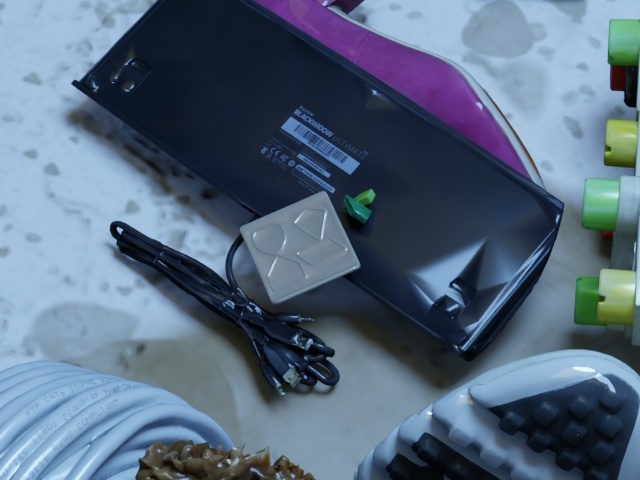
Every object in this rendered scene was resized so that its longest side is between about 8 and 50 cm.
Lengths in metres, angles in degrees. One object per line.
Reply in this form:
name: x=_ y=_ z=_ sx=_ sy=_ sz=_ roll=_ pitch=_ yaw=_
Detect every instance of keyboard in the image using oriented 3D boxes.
keyboard: x=-0.024 y=-0.025 z=1.196 sx=0.317 sy=0.033 sz=0.201 roll=35 pitch=71 yaw=21

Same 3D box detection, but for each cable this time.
cable: x=-0.135 y=0.184 z=0.919 sx=0.089 sy=0.257 sz=0.257 roll=18 pitch=92 yaw=29

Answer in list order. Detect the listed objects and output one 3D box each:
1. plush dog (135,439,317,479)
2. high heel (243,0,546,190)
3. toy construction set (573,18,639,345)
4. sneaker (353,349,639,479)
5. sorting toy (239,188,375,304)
plush dog: x=-0.042 y=0.194 z=0.771 sx=0.225 sy=0.210 sz=0.262 roll=-30 pitch=52 yaw=-24
high heel: x=0.038 y=-0.086 z=1.257 sx=0.117 sy=0.082 sz=0.244 roll=-41 pitch=78 yaw=5
toy construction set: x=0.226 y=-0.073 z=1.143 sx=0.151 sy=0.215 sz=0.328 roll=17 pitch=77 yaw=12
sneaker: x=0.069 y=0.122 z=0.968 sx=0.110 sy=0.292 sz=0.118 roll=39 pitch=47 yaw=-4
sorting toy: x=0.000 y=0.000 z=1.157 sx=0.083 sy=0.012 sz=0.062 roll=-23 pitch=59 yaw=-2
